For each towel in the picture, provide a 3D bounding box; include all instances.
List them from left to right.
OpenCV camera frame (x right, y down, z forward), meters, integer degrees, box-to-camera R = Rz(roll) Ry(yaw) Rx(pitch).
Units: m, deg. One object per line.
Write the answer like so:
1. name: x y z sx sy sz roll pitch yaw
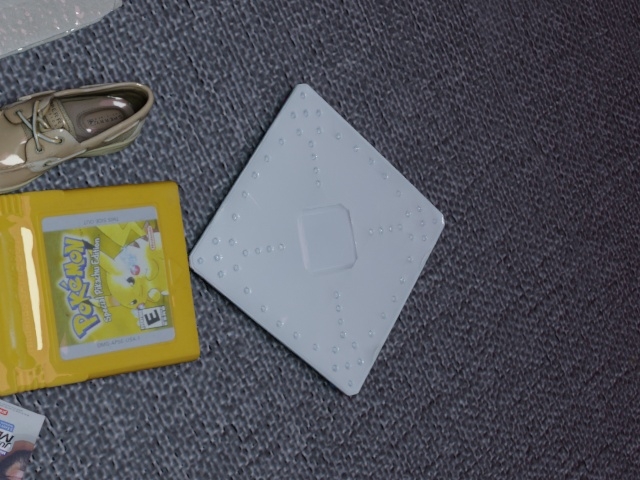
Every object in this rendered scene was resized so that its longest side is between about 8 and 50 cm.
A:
1. towel: -0.440 -0.377 1.639 0.282 0.049 0.187 -29 101 -33

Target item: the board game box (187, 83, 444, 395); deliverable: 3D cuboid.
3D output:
1. board game box: 0.000 0.000 1.910 0.390 0.050 0.390 41 64 -24

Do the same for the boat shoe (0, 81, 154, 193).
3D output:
1. boat shoe: -0.395 -0.161 1.593 0.341 0.110 0.121 -25 83 -38

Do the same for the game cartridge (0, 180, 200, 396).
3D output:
1. game cartridge: -0.343 0.063 1.658 0.324 0.053 0.285 -8 89 -37

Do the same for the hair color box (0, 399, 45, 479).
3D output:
1. hair color box: -0.458 0.305 1.548 0.093 0.053 0.167 28 71 -31
